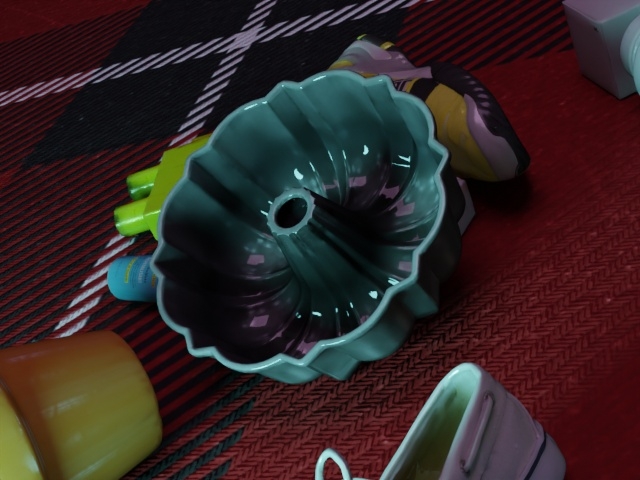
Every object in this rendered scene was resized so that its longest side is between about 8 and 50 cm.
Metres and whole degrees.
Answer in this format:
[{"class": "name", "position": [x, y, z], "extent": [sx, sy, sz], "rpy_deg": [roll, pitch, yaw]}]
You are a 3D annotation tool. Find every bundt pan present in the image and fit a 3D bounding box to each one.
[{"class": "bundt pan", "position": [0.000, 0.000, 1.168], "extent": [0.331, 0.124, 0.330], "rpy_deg": [-16, 54, 24]}]

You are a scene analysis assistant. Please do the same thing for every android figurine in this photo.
[{"class": "android figurine", "position": [-0.130, -0.081, 1.524], "extent": [0.273, 0.056, 0.248], "rpy_deg": [-17, 31, 13]}]

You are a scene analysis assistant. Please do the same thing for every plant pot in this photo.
[{"class": "plant pot", "position": [-0.259, 0.176, 1.094], "extent": [0.188, 0.205, 0.205], "rpy_deg": [-22, 26, -31]}]

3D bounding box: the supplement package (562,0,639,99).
[{"class": "supplement package", "position": [0.398, -0.263, 1.397], "extent": [0.179, 0.105, 0.105], "rpy_deg": [-25, 31, -3]}]

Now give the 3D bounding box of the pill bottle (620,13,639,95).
[{"class": "pill bottle", "position": [0.407, -0.174, 1.232], "extent": [0.124, 0.124, 0.221], "rpy_deg": [-25, 31, -2]}]

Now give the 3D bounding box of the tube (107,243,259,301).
[{"class": "tube", "position": [-0.156, 0.043, 1.335], "extent": [0.207, 0.052, 0.080], "rpy_deg": [-2, 65, 40]}]

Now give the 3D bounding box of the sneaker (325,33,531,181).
[{"class": "sneaker", "position": [0.101, -0.126, 1.371], "extent": [0.147, 0.145, 0.385], "rpy_deg": [-40, 29, -9]}]

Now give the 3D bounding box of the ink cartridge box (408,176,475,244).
[{"class": "ink cartridge box", "position": [0.100, -0.012, 1.259], "extent": [0.089, 0.052, 0.122], "rpy_deg": [2, 40, 35]}]

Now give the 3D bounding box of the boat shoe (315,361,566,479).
[{"class": "boat shoe", "position": [0.035, 0.214, 0.814], "extent": [0.367, 0.156, 0.136], "rpy_deg": [-45, 14, -34]}]
